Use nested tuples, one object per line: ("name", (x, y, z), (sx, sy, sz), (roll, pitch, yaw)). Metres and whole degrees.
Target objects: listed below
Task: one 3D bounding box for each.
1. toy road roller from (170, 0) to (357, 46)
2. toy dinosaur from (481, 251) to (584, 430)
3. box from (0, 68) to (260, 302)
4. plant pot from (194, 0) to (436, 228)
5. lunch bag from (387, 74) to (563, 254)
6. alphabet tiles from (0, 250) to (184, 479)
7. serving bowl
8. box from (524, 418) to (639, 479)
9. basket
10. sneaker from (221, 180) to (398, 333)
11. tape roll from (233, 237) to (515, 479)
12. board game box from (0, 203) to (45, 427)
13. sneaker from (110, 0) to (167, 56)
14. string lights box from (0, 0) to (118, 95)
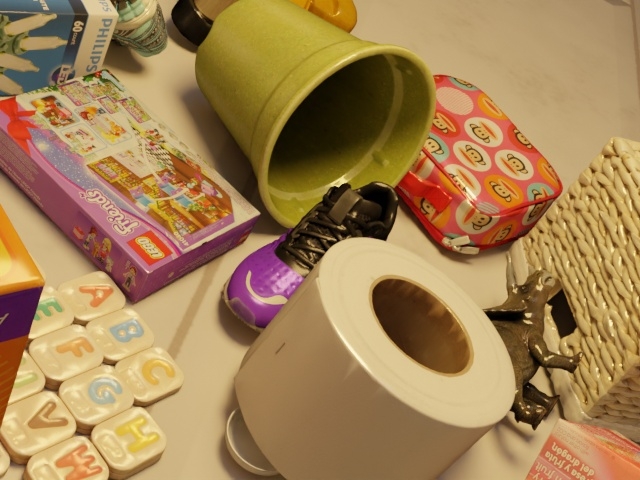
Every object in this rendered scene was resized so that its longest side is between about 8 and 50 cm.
("toy road roller", (-0.073, -0.404, 1.510), (0.241, 0.202, 0.329), (31, 37, -24))
("toy dinosaur", (0.220, 0.156, 1.190), (0.160, 0.121, 0.313), (33, 42, 21))
("box", (-0.243, -0.077, 1.154), (0.293, 0.057, 0.201), (43, 40, 14))
("plant pot", (-0.030, -0.196, 1.285), (0.276, 0.276, 0.254), (-9, 43, -39))
("lunch bag", (0.192, -0.119, 1.430), (0.258, 0.120, 0.293), (-15, 58, -41))
("alphabet tiles", (-0.281, 0.127, 0.946), (0.278, 0.021, 0.284), (-21, 61, -44))
("serving bowl", (-0.062, 0.210, 0.993), (0.083, 0.027, 0.083), (17, 42, -16))
("box", (0.351, 0.316, 0.941), (0.300, 0.142, 0.154), (32, 7, 41))
("basket", (0.490, 0.080, 1.302), (0.331, 0.266, 0.328), (14, 41, -23))
("sneaker", (0.000, -0.001, 1.160), (0.102, 0.146, 0.293), (42, 40, 12))
("tape roll", (0.058, 0.140, 1.005), (0.246, 0.169, 0.246), (27, 33, -19))
("board game box", (-0.455, 0.045, 0.646), (0.356, 0.356, 0.356), (-14, 57, -39))
("sneaker", (-0.310, -0.341, 1.370), (0.110, 0.122, 0.283), (-37, 47, -9))
("string lights box", (-0.395, -0.251, 1.179), (0.260, 0.133, 0.076), (-9, 54, -38))
